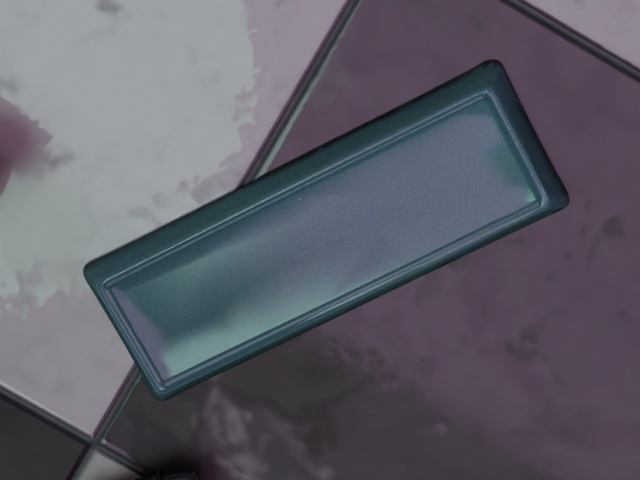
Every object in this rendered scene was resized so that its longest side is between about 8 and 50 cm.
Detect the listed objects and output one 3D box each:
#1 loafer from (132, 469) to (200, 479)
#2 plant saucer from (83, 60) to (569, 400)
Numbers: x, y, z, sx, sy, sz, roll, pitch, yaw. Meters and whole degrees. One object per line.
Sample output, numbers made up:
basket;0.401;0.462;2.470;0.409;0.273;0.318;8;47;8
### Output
loafer;-0.047;0.175;0.834;0.061;0.062;0.170;-25;104;6
plant saucer;0.000;0.000;0.802;0.192;0.018;0.067;-26;102;12
